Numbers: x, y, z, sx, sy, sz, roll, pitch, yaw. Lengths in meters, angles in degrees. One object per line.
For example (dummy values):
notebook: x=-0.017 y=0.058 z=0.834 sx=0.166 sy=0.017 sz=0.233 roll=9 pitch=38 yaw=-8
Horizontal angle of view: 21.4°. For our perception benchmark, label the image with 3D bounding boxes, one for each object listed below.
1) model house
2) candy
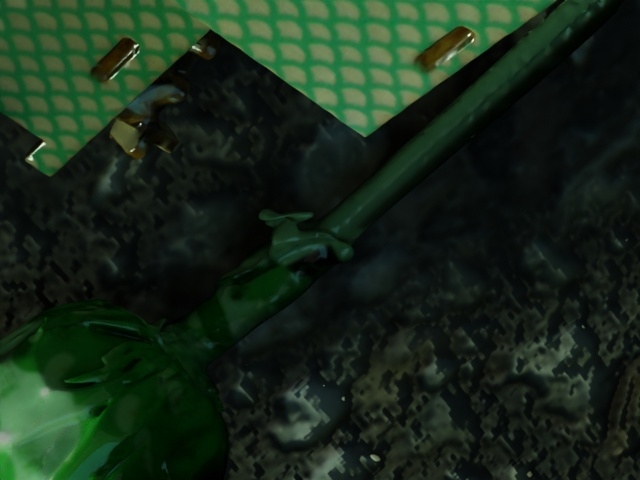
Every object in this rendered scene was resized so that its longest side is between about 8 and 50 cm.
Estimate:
model house: x=-0.005 y=-0.126 z=0.483 sx=0.178 sy=0.206 sz=0.271 roll=37 pitch=92 yaw=-25
candy: x=-0.002 y=-0.002 z=0.610 sx=0.323 sy=0.097 sz=0.097 roll=-41 pitch=116 yaw=-12
